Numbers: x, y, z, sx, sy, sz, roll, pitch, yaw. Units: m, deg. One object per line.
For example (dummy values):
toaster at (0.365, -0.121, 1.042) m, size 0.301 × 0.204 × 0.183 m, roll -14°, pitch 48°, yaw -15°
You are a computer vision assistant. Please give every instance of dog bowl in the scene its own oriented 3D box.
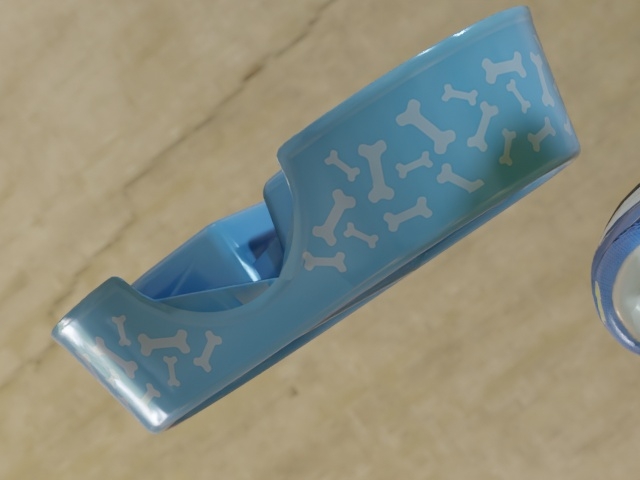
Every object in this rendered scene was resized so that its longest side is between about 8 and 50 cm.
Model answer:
dog bowl at (0.000, 0.000, 0.854) m, size 0.297 × 0.074 × 0.166 m, roll -35°, pitch -5°, yaw 31°

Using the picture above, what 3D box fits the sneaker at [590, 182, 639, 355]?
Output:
sneaker at (0.166, 0.000, 0.430) m, size 0.211 × 0.080 × 0.081 m, roll -16°, pitch 0°, yaw 21°
